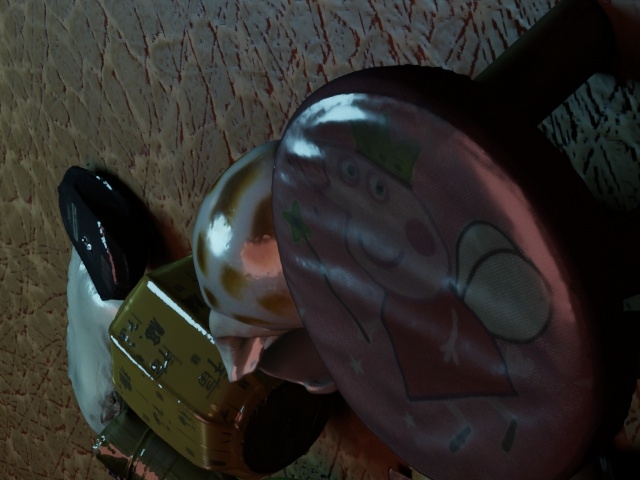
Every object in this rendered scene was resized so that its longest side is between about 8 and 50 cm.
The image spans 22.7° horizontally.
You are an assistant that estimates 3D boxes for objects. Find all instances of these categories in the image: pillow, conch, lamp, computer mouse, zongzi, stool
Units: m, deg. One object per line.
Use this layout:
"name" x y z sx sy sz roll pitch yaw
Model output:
"pillow" -0.234 0.110 1.674 0.128 0.051 0.229 51 147 32
"conch" 0.000 -0.001 1.157 0.275 0.183 0.148 -41 46 52
"lamp" -0.084 0.107 1.362 0.185 0.161 0.161 36 140 34
"computer mouse" -0.208 -0.011 1.552 0.172 0.057 0.099 51 151 41
"zongzi" -0.136 0.253 1.656 0.189 0.081 0.178 35 170 11
"stool" 0.115 0.003 0.957 0.272 0.178 0.272 35 139 38

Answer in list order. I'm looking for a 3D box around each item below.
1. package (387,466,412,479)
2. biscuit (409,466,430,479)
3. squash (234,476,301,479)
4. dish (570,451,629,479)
"package" 0.116 0.285 1.303 0.173 0.027 0.171 21 122 54
"biscuit" 0.118 0.181 1.183 0.220 0.033 0.219 170 90 -68
"squash" -0.026 0.314 1.472 0.220 0.133 0.220 7 104 27
"dish" 0.204 0.190 1.075 0.141 0.078 0.141 -13 -90 -81
